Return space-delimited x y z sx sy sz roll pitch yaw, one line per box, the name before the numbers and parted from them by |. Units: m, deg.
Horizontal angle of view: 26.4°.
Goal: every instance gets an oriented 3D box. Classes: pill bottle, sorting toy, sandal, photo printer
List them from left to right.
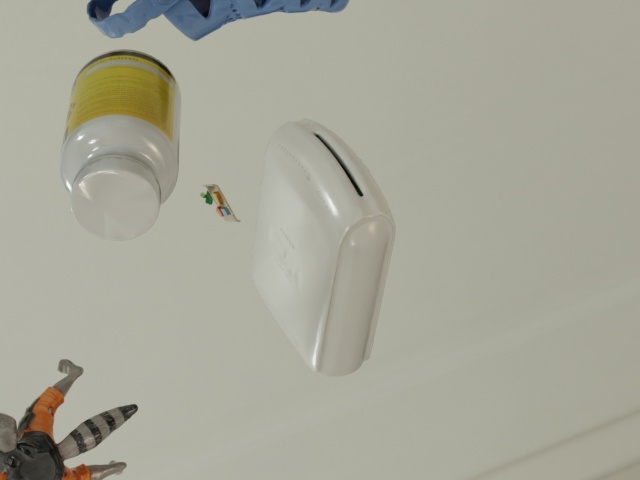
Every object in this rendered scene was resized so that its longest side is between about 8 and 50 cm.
pill bottle | -0.175 -0.083 1.204 0.184 0.103 0.103 -95 -10 -54
sandal | -0.120 -0.271 1.421 0.126 0.317 0.138 -116 36 -55
sorting toy | -0.137 -0.048 1.805 0.062 0.012 0.083 57 165 -12
photo printer | 0.000 0.000 1.922 0.256 0.107 0.307 54 146 41

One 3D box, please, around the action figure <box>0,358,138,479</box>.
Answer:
action figure | -0.440 0.283 2.004 0.330 0.178 0.341 -33 -67 -54
